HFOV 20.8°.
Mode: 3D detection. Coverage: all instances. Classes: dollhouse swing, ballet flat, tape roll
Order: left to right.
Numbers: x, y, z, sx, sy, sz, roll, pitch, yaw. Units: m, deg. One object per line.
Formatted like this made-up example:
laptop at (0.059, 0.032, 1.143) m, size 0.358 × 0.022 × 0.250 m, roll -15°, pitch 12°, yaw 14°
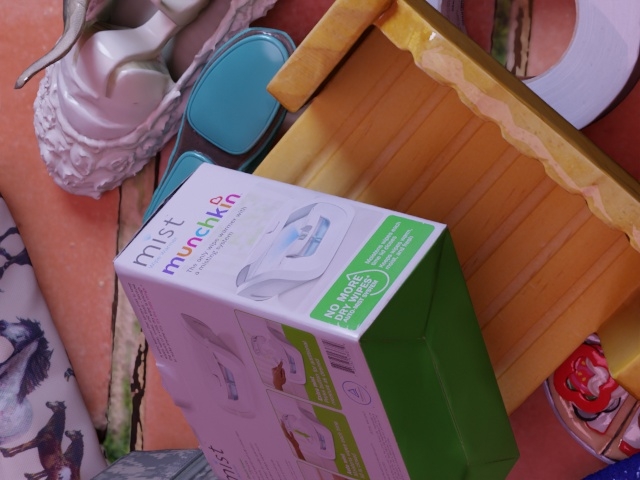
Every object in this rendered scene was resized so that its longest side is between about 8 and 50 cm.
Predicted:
ballet flat at (-0.137, -0.198, 1.488) m, size 0.147 × 0.147 × 0.409 m, roll 45°, pitch 112°, yaw 8°
ballet flat at (-0.081, -0.086, 1.507) m, size 0.083 × 0.087 × 0.247 m, roll 35°, pitch 116°, yaw 11°
dollhouse swing at (0.076, 0.018, 1.316) m, size 0.347 × 0.315 × 0.305 m, roll 41°, pitch 101°, yaw -2°
tape roll at (0.160, -0.185, 1.413) m, size 0.219 × 0.072 × 0.219 m, roll 4°, pitch 101°, yaw 20°

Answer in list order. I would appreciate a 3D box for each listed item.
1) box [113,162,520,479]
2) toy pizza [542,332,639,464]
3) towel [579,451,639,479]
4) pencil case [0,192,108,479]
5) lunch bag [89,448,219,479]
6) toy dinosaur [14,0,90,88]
box at (0.000, 0.096, 1.317) m, size 0.231 × 0.127 × 0.262 m, roll 15°, pitch 142°, yaw 36°
toy pizza at (0.277, 0.102, 1.442) m, size 0.201 × 0.032 × 0.201 m, roll 4°, pitch 101°, yaw 20°
towel at (0.368, 0.242, 1.410) m, size 0.308 × 0.076 × 0.227 m, roll -27°, pitch 92°, yaw 20°
pencil case at (-0.312, 0.140, 1.583) m, size 0.160 × 0.183 × 0.410 m, roll -17°, pitch 94°, yaw 40°
lunch bag at (-0.063, 0.336, 1.511) m, size 0.256 × 0.212 × 0.305 m, roll -4°, pitch 99°, yaw 21°
toy dinosaur at (-0.190, -0.240, 1.457) m, size 0.064 × 0.268 × 0.118 m, roll 32°, pitch 129°, yaw -24°
